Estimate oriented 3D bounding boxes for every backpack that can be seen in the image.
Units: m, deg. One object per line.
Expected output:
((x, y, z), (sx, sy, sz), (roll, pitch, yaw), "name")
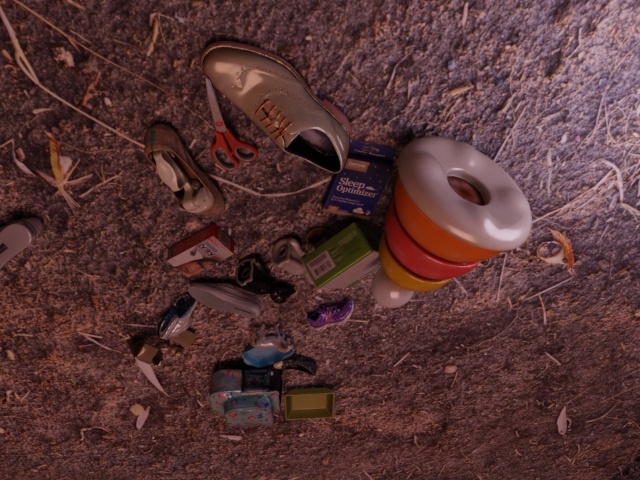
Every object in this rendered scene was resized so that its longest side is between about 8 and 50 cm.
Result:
((-0.267, 0.548, 2.144), (0.253, 0.191, 0.225), (5, 143, 0), "backpack")

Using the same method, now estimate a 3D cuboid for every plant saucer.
((-0.042, 0.618, 2.329), (0.188, 0.045, 0.188), (-2, 136, -3), "plant saucer")

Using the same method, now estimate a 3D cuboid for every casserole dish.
((-0.179, 0.373, 2.076), (0.188, 0.037, 0.114), (-28, 131, 20), "casserole dish")

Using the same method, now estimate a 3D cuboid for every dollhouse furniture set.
((-0.521, 0.323, 1.999), (0.144, 0.123, 0.151), (34, 89, -33), "dollhouse furniture set")

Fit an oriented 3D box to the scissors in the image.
((-0.237, -0.255, 1.398), (0.108, 0.021, 0.297), (-14, 149, 13), "scissors")

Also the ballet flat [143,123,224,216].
((-0.337, -0.139, 1.492), (0.107, 0.106, 0.316), (-20, 134, 14), "ballet flat")

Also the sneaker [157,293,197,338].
((-0.427, 0.235, 1.893), (0.082, 0.071, 0.191), (17, 126, -44), "sneaker")

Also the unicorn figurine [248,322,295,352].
((-0.151, 0.318, 1.968), (0.161, 0.111, 0.060), (-12, 135, 7), "unicorn figurine")

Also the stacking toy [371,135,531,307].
((0.254, 0.013, 1.528), (0.350, 0.351, 0.480), (15, 132, -20), "stacking toy")

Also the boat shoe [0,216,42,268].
((-0.852, 0.016, 1.616), (0.267, 0.088, 0.096), (-32, 106, 17), "boat shoe")

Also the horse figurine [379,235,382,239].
((0.294, -0.022, 1.691), (0.263, 0.066, 0.175), (23, 122, -16), "horse figurine")

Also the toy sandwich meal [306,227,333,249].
((0.000, 0.000, 1.718), (0.085, 0.029, 0.086), (-3, 135, -3), "toy sandwich meal")

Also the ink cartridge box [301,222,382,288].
((0.088, 0.052, 1.729), (0.188, 0.097, 0.255), (-35, 163, 16), "ink cartridge box")

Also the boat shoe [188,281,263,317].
((-0.281, 0.166, 1.831), (0.226, 0.076, 0.083), (21, 138, 1), "boat shoe")

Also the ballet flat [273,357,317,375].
((-0.085, 0.441, 2.121), (0.173, 0.049, 0.057), (10, 148, -30), "ballet flat")

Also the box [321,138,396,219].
((0.099, -0.153, 1.570), (0.136, 0.037, 0.225), (9, 132, -14), "box")

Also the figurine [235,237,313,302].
((-0.102, 0.102, 1.783), (0.214, 0.092, 0.209), (-29, 139, 21), "figurine")

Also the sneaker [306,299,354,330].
((0.030, 0.233, 1.933), (0.169, 0.068, 0.071), (-28, 125, 22), "sneaker")

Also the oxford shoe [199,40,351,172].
((-0.086, -0.288, 1.331), (0.396, 0.147, 0.140), (27, 129, -24), "oxford shoe")

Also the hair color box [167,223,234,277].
((-0.334, 0.031, 1.702), (0.167, 0.053, 0.093), (-26, 133, 21), "hair color box")
